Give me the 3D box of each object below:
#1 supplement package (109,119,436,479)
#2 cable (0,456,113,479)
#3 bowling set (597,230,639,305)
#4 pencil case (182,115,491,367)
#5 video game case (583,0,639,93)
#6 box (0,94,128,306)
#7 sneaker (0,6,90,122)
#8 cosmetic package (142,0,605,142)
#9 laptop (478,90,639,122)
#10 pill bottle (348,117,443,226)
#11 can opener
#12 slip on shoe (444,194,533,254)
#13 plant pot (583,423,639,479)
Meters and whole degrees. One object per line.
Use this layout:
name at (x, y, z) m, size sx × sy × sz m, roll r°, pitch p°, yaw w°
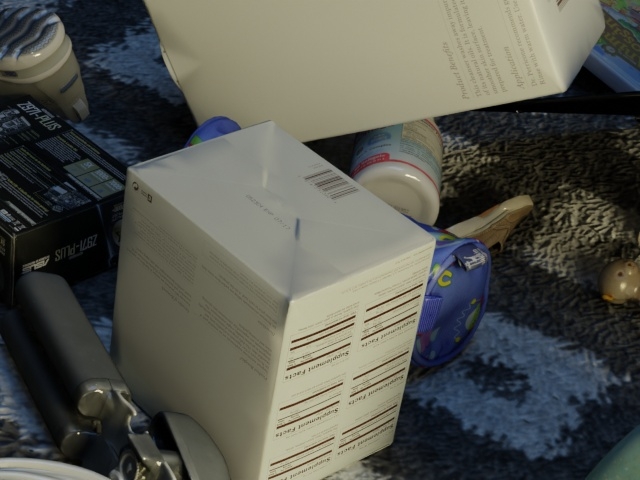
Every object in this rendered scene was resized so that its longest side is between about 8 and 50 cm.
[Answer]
supplement package at (-0.042, 0.054, 1.293) m, size 0.149 × 0.203 × 0.194 m, roll -21°, pitch 45°, yaw -37°
cable at (-0.201, 0.249, 1.078) m, size 0.257 × 0.089 × 0.257 m, roll 29°, pitch 38°, yaw 27°
bowling set at (0.383, -0.049, 1.556) m, size 0.154 × 0.200 × 0.287 m, roll 23°, pitch 33°, yaw 21°
pencil case at (0.000, 0.000, 1.451) m, size 0.306 × 0.119 × 0.133 m, roll 27°, pitch 16°, yaw 26°
video game case at (0.340, -0.237, 1.905) m, size 0.212 × 0.023 × 0.193 m, roll 41°, pitch 43°, yaw 12°
box at (-0.263, -0.039, 1.484) m, size 0.147 × 0.077 × 0.180 m, roll -25°, pitch 47°, yaw -39°
sneaker at (-0.333, -0.167, 1.646) m, size 0.281 × 0.115 × 0.105 m, roll 20°, pitch 56°, yaw 45°
cosmetic package at (0.042, -0.224, 1.571) m, size 0.385 × 0.217 × 0.156 m, roll -6°, pitch 27°, yaw 30°
laptop at (0.370, -0.227, 1.604) m, size 0.236 × 0.408 × 0.382 m, roll 38°, pitch -14°, yaw -23°
pill bottle at (0.072, -0.073, 1.603) m, size 0.087 × 0.087 × 0.160 m, roll 9°, pitch 34°, yaw 0°
can opener at (-0.156, 0.129, 1.286) m, size 0.095 × 0.076 × 0.283 m, roll 9°, pitch 28°, yaw -36°
slip on shoe at (0.155, -0.006, 1.571) m, size 0.135 × 0.051 × 0.041 m, roll -23°, pitch 85°, yaw -48°
plant pot at (0.306, 0.205, 1.114) m, size 0.247 × 0.252 × 0.248 m, roll -21°, pitch 44°, yaw -35°
